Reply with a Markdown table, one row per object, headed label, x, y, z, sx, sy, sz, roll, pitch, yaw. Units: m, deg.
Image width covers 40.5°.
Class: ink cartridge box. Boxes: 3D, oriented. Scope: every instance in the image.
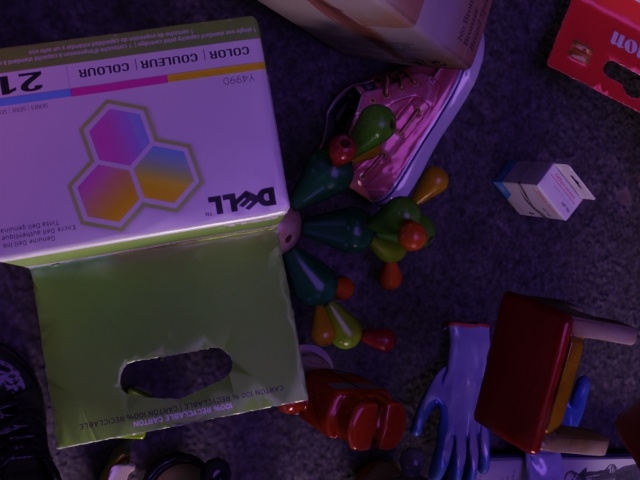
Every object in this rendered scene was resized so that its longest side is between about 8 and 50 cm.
| label | x | y | z | sx | sy | sz | roll | pitch | yaw |
| --- | --- | --- | --- | --- | --- | --- | --- | --- | --- |
| ink cartridge box | 0.200 | -0.045 | 0.783 | 0.048 | 0.083 | 0.028 | 45 | 77 | -22 |
| ink cartridge box | 0.329 | -0.227 | 0.800 | 0.181 | 0.056 | 0.224 | 25 | 76 | -8 |
| ink cartridge box | -0.112 | 0.000 | 0.578 | 0.189 | 0.097 | 0.255 | -10 | 86 | -7 |

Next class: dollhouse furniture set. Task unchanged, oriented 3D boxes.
| label | x | y | z | sx | sy | sz | roll | pitch | yaw |
| --- | --- | --- | --- | --- | --- | --- | --- | --- | --- |
| dollhouse furniture set | 0.139 | 0.237 | 0.572 | 0.152 | 0.201 | 0.374 | 6 | 99 | -33 |
| dollhouse furniture set | -0.163 | 0.139 | 0.648 | 0.059 | 0.076 | 0.151 | 17 | 87 | -13 |

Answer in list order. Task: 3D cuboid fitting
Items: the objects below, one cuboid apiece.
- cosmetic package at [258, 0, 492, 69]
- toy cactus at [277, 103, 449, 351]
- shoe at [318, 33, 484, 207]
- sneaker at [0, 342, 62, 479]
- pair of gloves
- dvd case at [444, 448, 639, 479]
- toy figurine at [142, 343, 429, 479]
| label | x | y | z | sx | sy | sz | roll | pitch | yaw |
| --- | --- | --- | --- | --- | --- | --- | --- | --- | --- |
| cosmetic package | 0.006 | -0.235 | 0.579 | 0.296 | 0.129 | 0.153 | 14 | 92 | -54 |
| toy cactus | 0.000 | 0.000 | 0.680 | 0.180 | 0.112 | 0.219 | 5 | 131 | -2 |
| shoe | 0.066 | -0.120 | 0.722 | 0.081 | 0.063 | 0.178 | 28 | 90 | -29 |
| sneaker | -0.209 | 0.160 | 0.614 | 0.051 | 0.089 | 0.170 | -16 | 103 | -23 |
| pair of gloves | 0.172 | 0.157 | 0.808 | 0.198 | 0.023 | 0.159 | 12 | 77 | -25 |
| dvd case | 0.219 | 0.297 | 0.861 | 0.239 | 0.029 | 0.179 | 7 | 93 | -25 |
| toy figurine | -0.010 | 0.213 | 0.689 | 0.213 | 0.148 | 0.209 | -43 | 117 | -17 |
